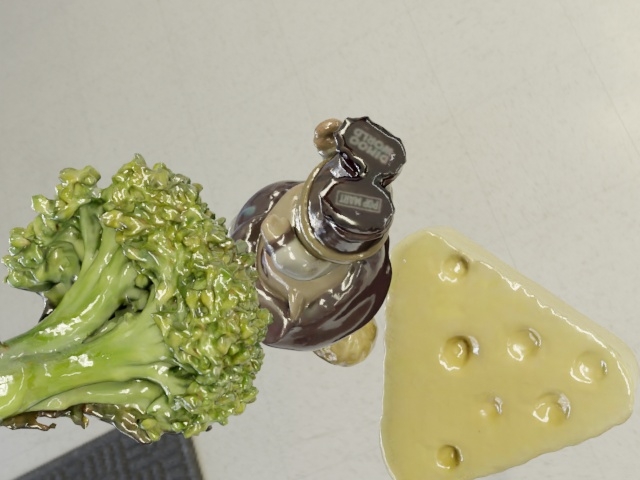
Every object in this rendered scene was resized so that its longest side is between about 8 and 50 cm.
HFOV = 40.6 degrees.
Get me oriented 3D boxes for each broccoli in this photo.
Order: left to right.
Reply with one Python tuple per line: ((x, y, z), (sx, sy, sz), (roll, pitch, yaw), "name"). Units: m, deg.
((-0.153, 0.039, 0.676), (0.242, 0.273, 0.180), (47, 122, 27), "broccoli")

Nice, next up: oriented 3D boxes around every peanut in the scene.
((-0.007, 0.109, 1.351), (0.236, 0.120, 0.110), (34, 97, 40), "peanut")

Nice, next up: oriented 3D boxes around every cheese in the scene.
((0.261, 0.176, 1.210), (0.384, 0.104, 0.383), (3, 99, 23), "cheese")

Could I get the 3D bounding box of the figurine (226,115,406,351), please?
((-0.019, -0.001, 0.955), (0.206, 0.365, 0.218), (-1, 70, 1), "figurine")
